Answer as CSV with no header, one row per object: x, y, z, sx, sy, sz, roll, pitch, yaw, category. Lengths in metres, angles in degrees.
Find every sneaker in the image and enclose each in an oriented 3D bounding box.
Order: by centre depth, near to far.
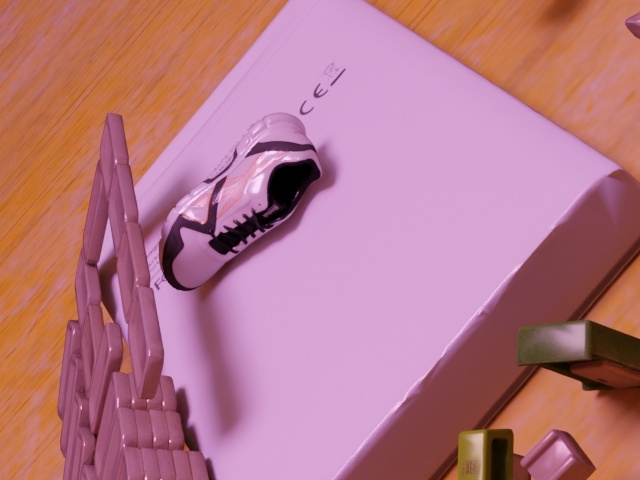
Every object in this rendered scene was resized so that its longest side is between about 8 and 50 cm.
-0.042,-0.015,0.845,0.109,0.040,0.044,-51,41,11,sneaker

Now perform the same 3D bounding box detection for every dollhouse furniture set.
0.098,0.110,0.634,0.076,0.058,0.151,-10,68,39,dollhouse furniture set

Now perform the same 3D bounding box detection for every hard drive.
0.000,0.000,0.858,0.233,0.047,0.353,-50,30,3,hard drive

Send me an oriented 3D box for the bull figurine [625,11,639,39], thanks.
0.139,-0.208,0.800,0.310,0.101,0.188,27,85,45,bull figurine

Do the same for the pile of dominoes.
-0.101,0.076,0.871,0.251,0.040,0.196,-108,29,-56,pile of dominoes
